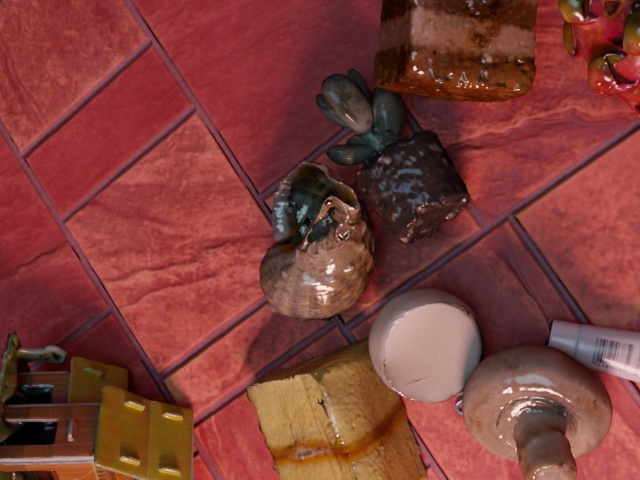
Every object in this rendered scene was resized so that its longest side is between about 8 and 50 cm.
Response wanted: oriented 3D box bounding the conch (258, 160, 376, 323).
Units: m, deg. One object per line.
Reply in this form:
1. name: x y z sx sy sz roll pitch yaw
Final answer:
1. conch: 0.013 0.006 1.469 0.291 0.158 0.210 -45 36 47

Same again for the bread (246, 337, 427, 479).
1. bread: -0.002 0.320 1.485 0.236 0.198 0.264 -22 87 26

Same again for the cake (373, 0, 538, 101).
1. cake: 0.194 -0.341 1.342 0.196 0.198 0.293 6 91 -9

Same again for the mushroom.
1. mushroom: 0.305 0.256 1.359 0.206 0.206 0.209 -14 65 20

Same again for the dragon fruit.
1. dragon fruit: 0.458 -0.260 1.254 0.307 0.243 0.227 27 63 21

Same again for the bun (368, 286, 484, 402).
1. bun: 0.153 0.149 1.446 0.172 0.120 0.173 -2 102 -11

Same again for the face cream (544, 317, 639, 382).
1. face cream: 0.444 0.162 1.379 0.243 0.058 0.092 12 97 14

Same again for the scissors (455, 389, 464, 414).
1. scissors: 0.250 0.222 1.472 0.119 0.014 0.058 -28 84 23

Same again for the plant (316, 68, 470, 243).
1. plant: 0.097 -0.131 1.445 0.149 0.146 0.275 -35 79 0

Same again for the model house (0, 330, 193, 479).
1. model house: -0.371 0.361 1.658 0.323 0.340 0.300 -1 51 -3
